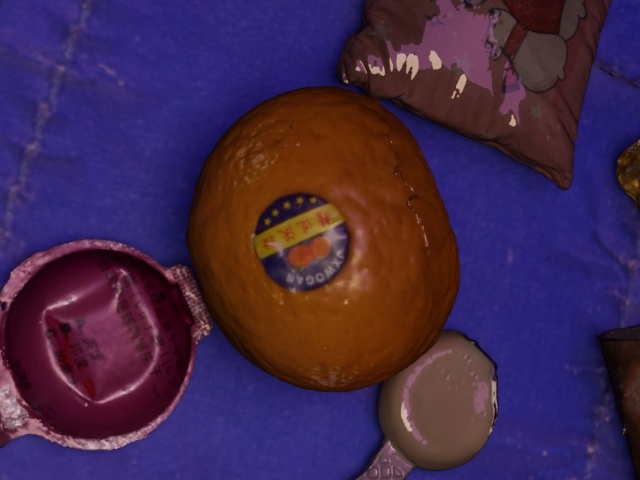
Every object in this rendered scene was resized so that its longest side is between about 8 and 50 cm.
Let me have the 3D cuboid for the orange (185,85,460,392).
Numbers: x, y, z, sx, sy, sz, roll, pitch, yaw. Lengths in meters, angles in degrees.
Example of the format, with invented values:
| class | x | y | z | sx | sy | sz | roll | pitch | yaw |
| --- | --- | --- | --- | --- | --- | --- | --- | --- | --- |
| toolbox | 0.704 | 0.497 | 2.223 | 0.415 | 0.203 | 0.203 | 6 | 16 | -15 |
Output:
| class | x | y | z | sx | sy | sz | roll | pitch | yaw |
| --- | --- | --- | --- | --- | --- | --- | --- | --- | --- |
| orange | 0.002 | 0.001 | 0.979 | 0.193 | 0.219 | 0.219 | -25 | 91 | 18 |

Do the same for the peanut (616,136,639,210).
| class | x | y | z | sx | sy | sz | roll | pitch | yaw |
| --- | --- | --- | --- | --- | --- | --- | --- | --- | --- |
| peanut | 0.339 | -0.016 | 1.151 | 0.087 | 0.087 | 0.207 | -39 | 69 | -21 |

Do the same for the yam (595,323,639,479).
| class | x | y | z | sx | sy | sz | roll | pitch | yaw |
| --- | --- | --- | --- | --- | --- | --- | --- | --- | --- |
| yam | 0.316 | 0.176 | 1.119 | 0.128 | 0.129 | 0.238 | -4 | 81 | -59 |

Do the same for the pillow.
| class | x | y | z | sx | sy | sz | roll | pitch | yaw |
| --- | --- | --- | --- | --- | --- | --- | --- | --- | --- |
| pillow | 0.143 | -0.186 | 1.128 | 0.223 | 0.084 | 0.236 | 22 | 77 | -18 |

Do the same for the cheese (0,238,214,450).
| class | x | y | z | sx | sy | sz | roll | pitch | yaw |
| --- | --- | --- | --- | --- | --- | --- | --- | --- | --- |
| cheese | -0.192 | 0.088 | 0.973 | 0.244 | 0.062 | 0.155 | -26 | 90 | -21 |

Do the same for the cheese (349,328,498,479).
| class | x | y | z | sx | sy | sz | roll | pitch | yaw |
| --- | --- | --- | --- | --- | --- | --- | --- | --- | --- |
| cheese | 0.081 | 0.151 | 1.072 | 0.092 | 0.047 | 0.171 | 26 | 73 | -12 |
